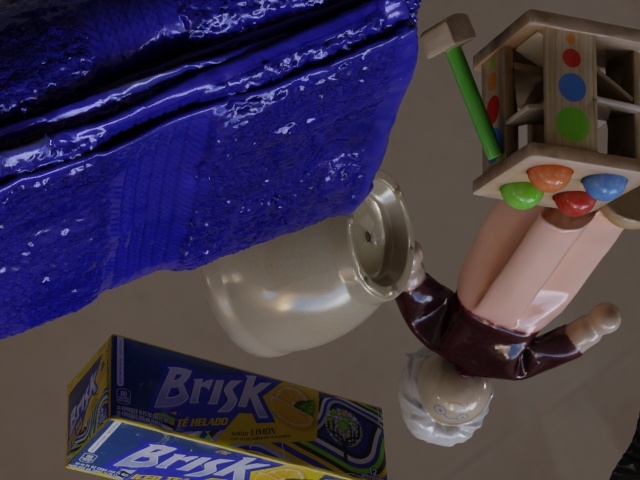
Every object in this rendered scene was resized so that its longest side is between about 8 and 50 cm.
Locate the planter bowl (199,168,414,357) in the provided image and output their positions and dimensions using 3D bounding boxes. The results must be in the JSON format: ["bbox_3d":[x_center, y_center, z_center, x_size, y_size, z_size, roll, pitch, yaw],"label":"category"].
[{"bbox_3d":[0.000,0.000,1.369,0.109,0.162,0.162,-8,-175,32],"label":"planter bowl"}]

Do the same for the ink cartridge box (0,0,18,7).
[{"bbox_3d":[-0.161,-0.142,1.100,0.197,0.270,0.198,3,-127,55],"label":"ink cartridge box"}]

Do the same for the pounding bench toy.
[{"bbox_3d":[0.077,-0.047,0.712,0.083,0.065,0.052,8,162,-19],"label":"pounding bench toy"}]

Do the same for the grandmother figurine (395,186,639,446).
[{"bbox_3d":[0.153,0.057,1.641,0.104,0.207,0.342,-61,177,-48],"label":"grandmother figurine"}]

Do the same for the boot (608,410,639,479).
[{"bbox_3d":[0.202,0.114,1.075,0.099,0.045,0.121,-2,107,-69],"label":"boot"}]

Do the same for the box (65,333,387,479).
[{"bbox_3d":[-0.050,0.105,1.014,0.169,0.054,0.059,17,138,-27],"label":"box"}]

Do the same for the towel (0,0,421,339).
[{"bbox_3d":[-0.105,-0.025,0.852,0.308,0.076,0.228,-21,153,-18],"label":"towel"}]
